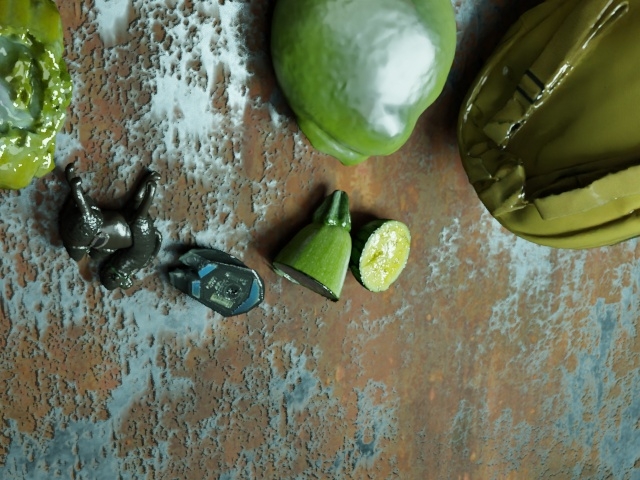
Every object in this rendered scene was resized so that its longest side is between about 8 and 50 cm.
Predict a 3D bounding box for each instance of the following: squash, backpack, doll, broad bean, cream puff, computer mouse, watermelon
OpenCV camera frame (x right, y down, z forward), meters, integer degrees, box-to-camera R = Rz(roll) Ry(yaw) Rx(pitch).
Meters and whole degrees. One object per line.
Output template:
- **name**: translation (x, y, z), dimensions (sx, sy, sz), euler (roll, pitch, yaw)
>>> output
- **squash**: translation (0.008, 0.001, 1.574), dimensions (0.105, 0.105, 0.132), euler (37, 75, -36)
- **backpack**: translation (0.363, -0.171, 1.537), dimensions (0.378, 0.354, 0.201), euler (-26, 167, 24)
- **doll**: translation (-0.255, -0.012, 1.436), dimensions (0.139, 0.057, 0.165), euler (-1, 119, -31)
- **broad bean**: translation (0.055, -0.236, 1.451), dimensions (0.238, 0.119, 0.291), euler (-12, 117, -12)
- **cream puff**: translation (-0.366, -0.176, 1.210), dimensions (0.281, 0.185, 0.282), euler (1, 94, 14)
- **computer mouse**: translation (-0.134, 0.050, 1.535), dimensions (0.135, 0.047, 0.079), euler (23, 109, -26)
- **watermelon**: translation (0.075, 0.015, 1.617), dimensions (0.105, 0.062, 0.106), euler (-23, 125, -37)
